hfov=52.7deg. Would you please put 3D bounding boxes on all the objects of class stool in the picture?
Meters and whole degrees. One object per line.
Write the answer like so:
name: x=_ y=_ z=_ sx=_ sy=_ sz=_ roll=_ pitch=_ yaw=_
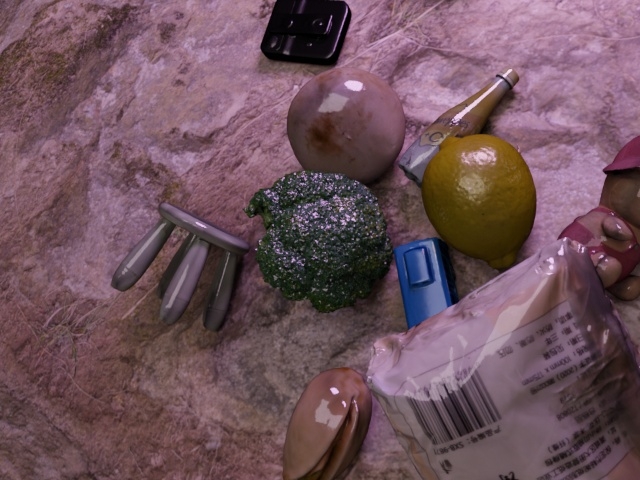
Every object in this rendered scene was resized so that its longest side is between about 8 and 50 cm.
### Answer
stool: x=-0.263 y=0.052 z=1.272 sx=0.195 sy=0.195 sz=0.199 roll=24 pitch=87 yaw=28

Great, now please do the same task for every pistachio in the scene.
pistachio: x=0.010 y=0.320 z=1.107 sx=0.143 sy=0.144 sz=0.215 roll=31 pitch=94 yaw=28

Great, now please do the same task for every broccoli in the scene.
broccoli: x=0.000 y=0.000 z=1.165 sx=0.241 sy=0.269 sz=0.262 roll=-34 pitch=83 yaw=49

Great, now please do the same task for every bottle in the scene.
bottle: x=0.258 y=-0.212 z=1.184 sx=0.270 sy=0.083 sz=0.083 roll=-47 pitch=62 yaw=0

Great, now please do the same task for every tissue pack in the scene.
tissue pack: x=0.289 y=0.238 z=0.936 sx=0.375 sy=0.195 sz=0.390 roll=-27 pitch=92 yaw=17

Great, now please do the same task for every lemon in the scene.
lemon: x=0.268 y=-0.068 z=1.080 sx=0.184 sy=0.184 sz=0.249 roll=-26 pitch=79 yaw=15

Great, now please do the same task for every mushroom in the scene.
mushroom: x=0.047 y=-0.214 z=1.228 sx=0.226 sy=0.178 sz=0.227 roll=0 pitch=112 yaw=0

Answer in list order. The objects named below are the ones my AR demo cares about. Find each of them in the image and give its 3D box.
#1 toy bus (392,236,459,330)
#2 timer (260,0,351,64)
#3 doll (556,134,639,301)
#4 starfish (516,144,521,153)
toy bus: x=0.187 y=0.087 z=1.110 sx=0.090 sy=0.106 sz=0.185 roll=-17 pitch=68 yaw=21
timer: x=-0.033 y=-0.460 z=1.402 sx=0.187 sy=0.055 sz=0.144 roll=13 pitch=80 yaw=26
doll: x=0.476 y=-0.041 z=0.979 sx=0.152 sy=0.196 sz=0.256 roll=30 pitch=95 yaw=10
starfish: x=0.338 y=-0.131 z=1.162 sx=0.086 sy=0.016 sz=0.092 roll=35 pitch=88 yaw=26
